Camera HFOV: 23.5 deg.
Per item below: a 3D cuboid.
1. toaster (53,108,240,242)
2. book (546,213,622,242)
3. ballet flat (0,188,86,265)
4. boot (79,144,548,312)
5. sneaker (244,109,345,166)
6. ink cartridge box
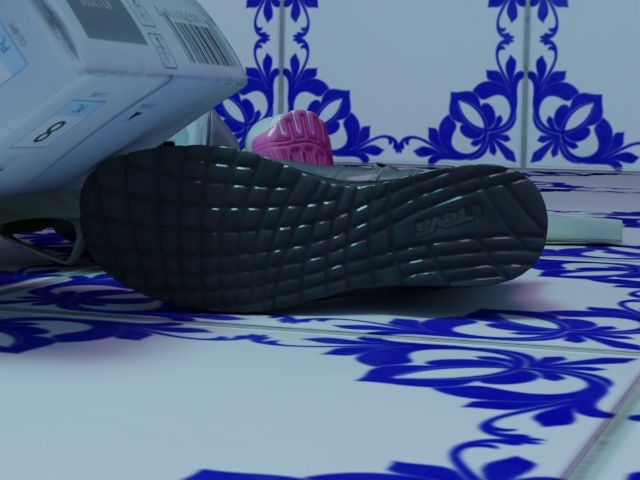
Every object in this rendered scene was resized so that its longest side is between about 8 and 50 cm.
[{"bbox_3d":[-0.168,-0.070,1.431,0.227,0.129,0.146,1,-16,9],"label":"toaster"},{"bbox_3d":[0.234,-0.015,1.596,0.144,0.035,0.096,2,3,3],"label":"book"},{"bbox_3d":[-0.187,-0.015,1.312,0.248,0.086,0.086,7,7,16],"label":"ballet flat"},{"bbox_3d":[0.000,0.000,1.164,0.338,0.118,0.223,5,-2,2],"label":"boot"},{"bbox_3d":[-0.037,-0.036,1.352,0.111,0.103,0.252,-10,-19,8],"label":"sneaker"},{"bbox_3d":[-0.261,-0.037,1.048,0.385,0.091,0.308,-35,-4,15],"label":"ink cartridge box"}]
